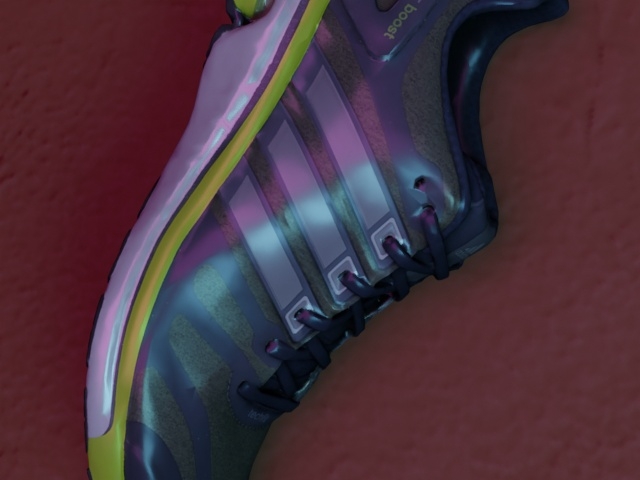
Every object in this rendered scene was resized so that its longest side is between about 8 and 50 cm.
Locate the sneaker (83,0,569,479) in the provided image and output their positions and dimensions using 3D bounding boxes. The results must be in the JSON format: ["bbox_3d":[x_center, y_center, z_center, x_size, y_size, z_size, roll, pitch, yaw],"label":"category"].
[{"bbox_3d":[0.000,0.000,0.767,0.121,0.111,0.299,20,92,17],"label":"sneaker"}]
